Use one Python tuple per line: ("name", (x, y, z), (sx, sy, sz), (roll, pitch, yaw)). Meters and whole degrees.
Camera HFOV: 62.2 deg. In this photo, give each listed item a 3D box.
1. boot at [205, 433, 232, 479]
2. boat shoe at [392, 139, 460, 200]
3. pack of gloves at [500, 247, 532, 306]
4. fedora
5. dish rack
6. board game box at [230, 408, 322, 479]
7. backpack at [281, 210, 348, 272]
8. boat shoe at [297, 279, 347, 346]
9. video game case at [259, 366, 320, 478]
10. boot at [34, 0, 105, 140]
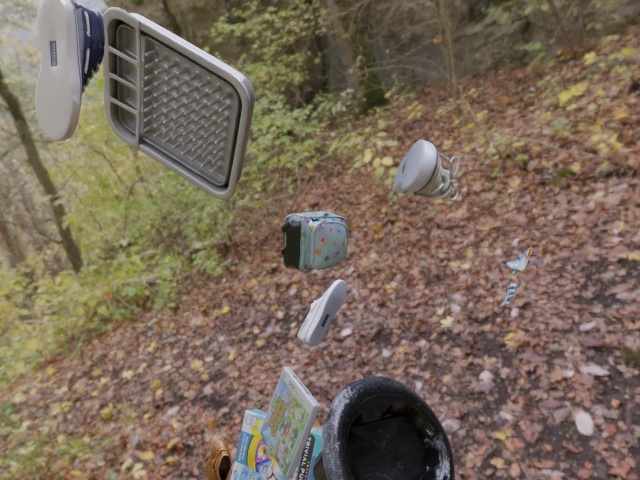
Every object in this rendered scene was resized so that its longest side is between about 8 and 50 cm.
("boot", (-0.323, 0.742, 1.707), (0.072, 0.197, 0.152), (-7, 8, -23))
("boat shoe", (0.290, -0.158, 1.374), (0.156, 0.136, 0.367), (17, -3, 0))
("pack of gloves", (0.632, 0.122, 1.766), (0.046, 0.195, 0.232), (22, -3, 15))
("fedora", (0.105, 0.431, 1.029), (0.152, 0.334, 0.334), (-41, 4, 39))
("dish rack", (-0.266, -0.258, 1.011), (0.332, 0.286, 0.072), (33, 46, 12))
("board game box", (-0.137, 0.763, 1.861), (0.335, 0.254, 0.079), (6, -10, 29))
("backpack", (0.000, 0.000, 1.488), (0.144, 0.166, 0.188), (10, 15, 40))
("boat shoe", (0.001, 0.245, 1.873), (0.084, 0.095, 0.258), (17, 67, 42))
("video game case", (-0.086, 0.474, 1.400), (0.023, 0.213, 0.193), (15, 10, -31))
("boot", (-0.342, -0.235, 0.744), (0.069, 0.190, 0.086), (12, 13, 17))
